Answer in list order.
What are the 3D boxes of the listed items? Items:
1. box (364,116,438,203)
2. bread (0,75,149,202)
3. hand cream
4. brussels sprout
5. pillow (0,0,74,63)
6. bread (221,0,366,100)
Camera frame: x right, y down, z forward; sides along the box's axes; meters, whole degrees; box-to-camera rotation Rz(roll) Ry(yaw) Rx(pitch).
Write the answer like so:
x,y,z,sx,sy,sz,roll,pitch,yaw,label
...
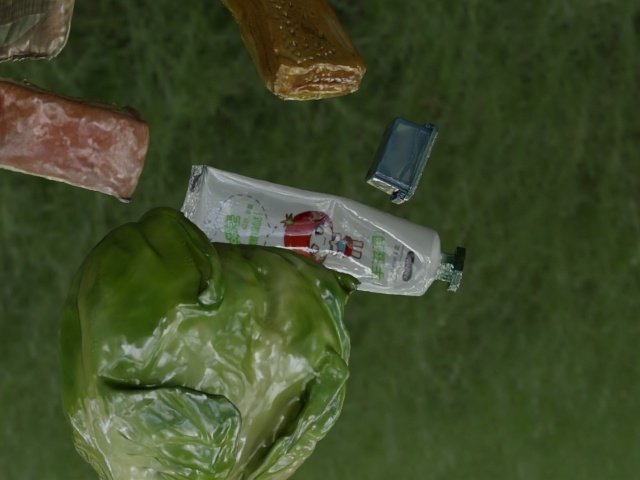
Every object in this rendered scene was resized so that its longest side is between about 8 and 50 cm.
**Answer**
x,y,z,sx,sy,sz,roll,pitch,yaw,label
0.095,-0.099,2.126,0.054,0.099,0.074,24,170,-9,box
-0.339,-0.133,2.301,0.244,0.123,0.190,11,-172,-33,bread
0.000,0.000,2.065,0.336,0.121,0.076,12,-162,-2,hand cream
-0.102,0.111,1.574,0.259,0.294,0.227,-8,-157,-36,brussels sprout
-0.291,-0.230,1.723,0.034,0.135,0.211,8,173,-37,pillow
-0.038,-0.273,2.228,0.139,0.271,0.077,-3,132,-25,bread
